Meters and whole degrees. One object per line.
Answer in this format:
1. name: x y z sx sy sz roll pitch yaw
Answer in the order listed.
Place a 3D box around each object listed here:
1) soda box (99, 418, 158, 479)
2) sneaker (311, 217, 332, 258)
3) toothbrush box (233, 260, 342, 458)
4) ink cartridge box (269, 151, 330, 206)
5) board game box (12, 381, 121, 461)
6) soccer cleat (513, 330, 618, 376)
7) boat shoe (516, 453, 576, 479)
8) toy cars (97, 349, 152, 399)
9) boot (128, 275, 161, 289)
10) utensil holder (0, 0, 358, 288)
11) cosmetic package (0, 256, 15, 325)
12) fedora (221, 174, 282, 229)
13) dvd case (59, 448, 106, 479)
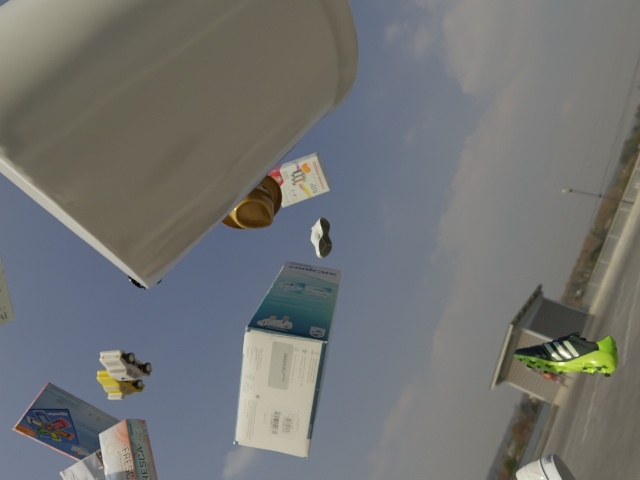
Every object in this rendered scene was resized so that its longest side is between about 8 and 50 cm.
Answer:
1. soda box: -0.336 0.418 0.741 0.063 0.183 0.058 -31 -31 3
2. sneaker: 0.000 0.000 1.340 0.054 0.061 0.152 27 -136 -29
3. toothbrush box: -0.046 0.190 0.756 0.295 0.126 0.216 -69 -12 -73
4. ink cartridge box: -0.065 -0.213 1.441 0.127 0.177 0.128 -86 -25 -71
5. board game box: -0.752 0.568 1.271 0.281 0.027 0.145 45 -143 -25
6. soccer cleat: 0.448 0.206 0.769 0.060 0.179 0.072 39 -119 -23
7. boat shoe: 0.563 0.690 0.931 0.156 0.366 0.136 -39 -24 27
8. toy cars: -0.704 0.494 1.480 0.393 0.177 0.087 -50 29 47
9. boot: -0.601 0.117 1.391 0.045 0.121 0.099 -61 -11 11
10. utensil holder: -0.190 -0.179 0.520 0.385 0.328 0.327 -52 -36 -21
11. cosmetic package: -0.681 0.077 0.742 0.151 0.152 0.183 -33 -52 -58
12. fedora: -0.175 -0.083 1.063 0.195 0.079 0.194 -18 -42 -17
13. dvd case: -0.445 0.515 0.838 0.221 0.164 0.018 -36 -4 35
